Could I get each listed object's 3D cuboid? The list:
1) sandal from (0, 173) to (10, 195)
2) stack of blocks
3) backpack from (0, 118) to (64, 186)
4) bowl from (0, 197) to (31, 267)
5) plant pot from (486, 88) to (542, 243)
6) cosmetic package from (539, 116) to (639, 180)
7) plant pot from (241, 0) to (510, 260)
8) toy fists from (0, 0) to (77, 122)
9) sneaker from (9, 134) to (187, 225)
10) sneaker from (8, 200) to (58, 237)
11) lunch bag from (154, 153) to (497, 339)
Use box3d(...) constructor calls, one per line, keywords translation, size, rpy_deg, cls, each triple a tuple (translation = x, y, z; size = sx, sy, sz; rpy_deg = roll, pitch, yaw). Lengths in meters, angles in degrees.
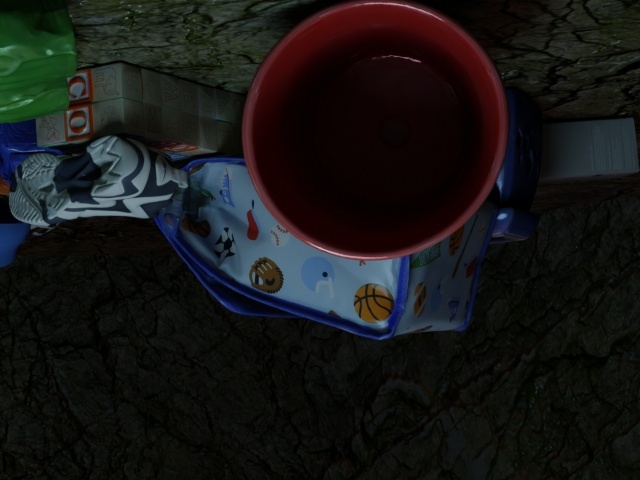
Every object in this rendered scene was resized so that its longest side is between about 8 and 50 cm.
box3d(translation=(-0.490, -0.071, 2.122), size=(0.265, 0.076, 0.102), rpy_deg=(4, 156, 12), cls="sandal")
box3d(translation=(-0.239, -0.151, 1.660), size=(0.171, 0.087, 0.297), rpy_deg=(-7, 175, 25), cls="stack of blocks")
box3d(translation=(-0.397, -0.117, 1.761), size=(0.098, 0.101, 0.120), rpy_deg=(3, 159, -14), cls="backpack")
box3d(translation=(-0.620, -0.040, 1.876), size=(0.391, 0.077, 0.391), rpy_deg=(13, -173, -2), cls="bowl")
box3d(translation=(0.212, -0.099, 1.968), size=(0.236, 0.212, 0.236), rpy_deg=(-5, 176, 20), cls="plant pot")
box3d(translation=(0.408, -0.149, 2.208), size=(0.238, 0.107, 0.127), rpy_deg=(-7, 178, -5), cls="cosmetic package")
box3d(translation=(0.069, -0.121, 1.421), size=(0.275, 0.275, 0.243), rpy_deg=(-5, -176, 8), cls="plant pot")
box3d(translation=(-0.322, -0.177, 1.262), size=(0.142, 0.096, 0.279), rpy_deg=(-13, 176, -16), cls="toy fists")
box3d(translation=(-0.261, -0.063, 1.583), size=(0.235, 0.094, 0.153), rpy_deg=(-21, 157, 37), cls="sneaker")
box3d(translation=(-0.541, -0.052, 2.588), size=(0.237, 0.086, 0.085), rpy_deg=(-9, 172, 35), cls="sneaker")
box3d(translation=(0.000, 0.000, 1.769), size=(0.385, 0.239, 0.328), rpy_deg=(16, -176, 22), cls="lunch bag")
